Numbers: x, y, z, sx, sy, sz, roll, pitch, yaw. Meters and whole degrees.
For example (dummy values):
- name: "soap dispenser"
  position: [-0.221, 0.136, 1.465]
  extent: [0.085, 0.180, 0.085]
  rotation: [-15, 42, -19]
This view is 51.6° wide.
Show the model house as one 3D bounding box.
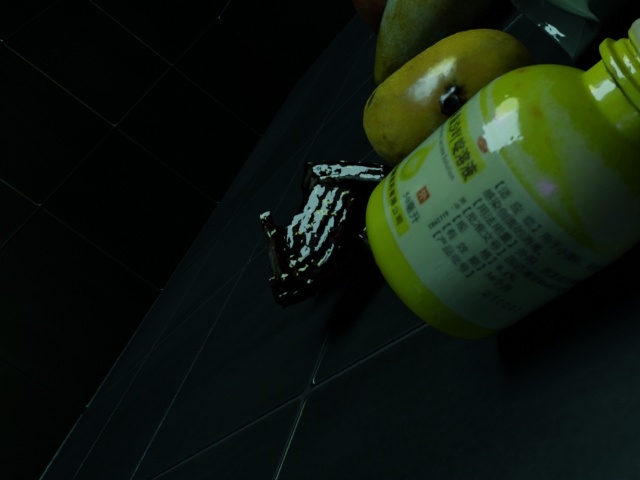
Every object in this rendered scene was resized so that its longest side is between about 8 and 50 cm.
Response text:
- name: "model house"
  position: [0.009, 0.003, 0.724]
  extent: [0.203, 0.141, 0.164]
  rotation: [70, -145, -83]

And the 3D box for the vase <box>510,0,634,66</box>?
- name: "vase"
  position: [0.269, -0.316, 0.567]
  extent: [0.301, 0.156, 0.251]
  rotation: [-44, 34, 11]

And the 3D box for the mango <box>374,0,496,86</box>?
- name: "mango"
  position: [0.162, -0.341, 0.986]
  extent: [0.316, 0.146, 0.193]
  rotation: [-53, 6, 45]

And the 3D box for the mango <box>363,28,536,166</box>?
- name: "mango"
  position: [0.119, -0.125, 0.624]
  extent: [0.157, 0.109, 0.262]
  rotation: [-28, 6, 8]

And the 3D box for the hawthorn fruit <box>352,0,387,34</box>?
- name: "hawthorn fruit"
  position: [0.141, -0.504, 1.213]
  extent: [0.208, 0.248, 0.208]
  rotation: [-24, -9, -4]

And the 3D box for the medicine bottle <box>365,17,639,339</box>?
- name: "medicine bottle"
  position: [0.133, -0.043, 0.367]
  extent: [0.212, 0.121, 0.122]
  rotation: [-43, 17, 36]
